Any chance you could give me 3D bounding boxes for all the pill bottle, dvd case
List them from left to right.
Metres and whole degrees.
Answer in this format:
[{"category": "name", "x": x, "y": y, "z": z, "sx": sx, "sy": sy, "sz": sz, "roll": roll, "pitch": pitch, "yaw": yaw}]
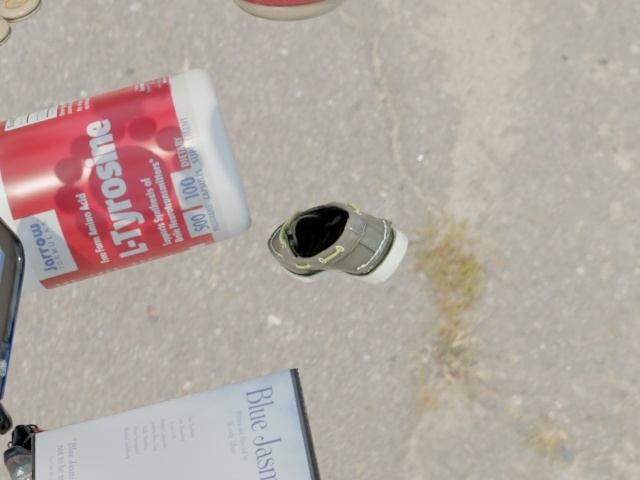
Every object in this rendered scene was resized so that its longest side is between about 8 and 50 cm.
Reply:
[{"category": "pill bottle", "x": -0.311, "y": -0.065, "z": 1.663, "sx": 0.408, "sy": 0.229, "sz": 0.229, "roll": -16, "pitch": 64, "yaw": -2}, {"category": "dvd case", "x": -0.127, "y": 0.211, "z": 1.107, "sx": 0.253, "sy": 0.022, "sz": 0.180, "roll": -14, "pitch": 43, "yaw": 0}]

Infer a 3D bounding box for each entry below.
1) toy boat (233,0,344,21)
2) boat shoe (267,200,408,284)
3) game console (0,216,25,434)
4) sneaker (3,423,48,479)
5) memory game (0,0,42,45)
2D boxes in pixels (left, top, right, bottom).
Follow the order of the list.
[{"category": "toy boat", "x": -0.032, "y": -0.359, "z": 1.422, "sx": 0.151, "sy": 0.151, "sz": 0.231, "roll": 1, "pitch": 57, "yaw": 8}, {"category": "boat shoe", "x": 0.002, "y": -0.004, "z": 1.728, "sx": 0.091, "sy": 0.305, "sz": 0.109, "roll": 34, "pitch": 76, "yaw": -25}, {"category": "game console", "x": -0.410, "y": 0.074, "z": 1.214, "sx": 0.250, "sy": 0.173, "sz": 0.293, "roll": -29, "pitch": 35, "yaw": -19}, {"category": "sneaker", "x": -0.293, "y": 0.215, "z": 1.340, "sx": 0.061, "sy": 0.158, "sz": 0.064, "roll": -26, "pitch": 96, "yaw": 3}, {"category": "memory game", "x": -0.319, "y": -0.200, "z": 1.090, "sx": 0.186, "sy": 0.012, "sz": 0.186, "roll": -10, "pitch": 45, "yaw": 10}]
